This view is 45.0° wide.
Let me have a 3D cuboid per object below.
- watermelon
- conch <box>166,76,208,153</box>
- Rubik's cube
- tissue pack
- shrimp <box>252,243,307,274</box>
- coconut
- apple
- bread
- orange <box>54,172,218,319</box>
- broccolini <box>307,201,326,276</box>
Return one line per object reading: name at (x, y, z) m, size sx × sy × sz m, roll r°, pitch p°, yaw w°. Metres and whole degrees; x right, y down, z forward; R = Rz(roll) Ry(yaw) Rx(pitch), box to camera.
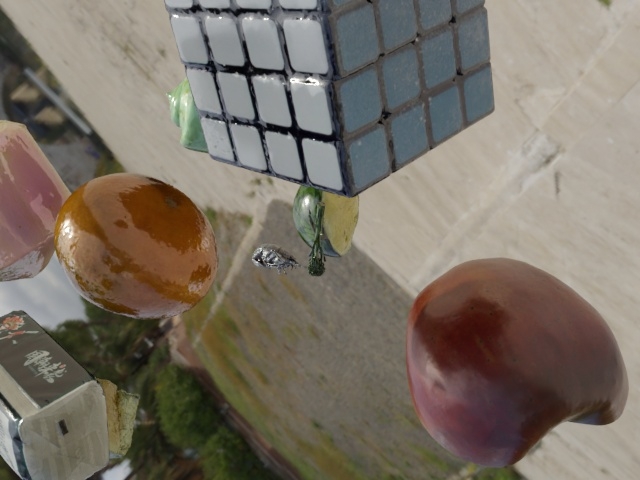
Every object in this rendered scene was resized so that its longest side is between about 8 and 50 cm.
watermelon at (0.004, -0.066, 1.713) m, size 0.127 × 0.232 × 0.204 m, roll 2°, pitch 135°, yaw 26°
conch at (-0.150, -0.211, 1.366) m, size 0.250 × 0.137 × 0.143 m, roll 11°, pitch 171°, yaw -25°
Rubik's cube at (0.018, -0.303, 1.135) m, size 0.343 × 0.344 × 0.337 m, roll 19°, pitch 132°, yaw 44°
tissue pack at (-0.270, 0.148, 0.723) m, size 0.170 × 0.090 × 0.103 m, roll 28°, pitch 128°, yaw 44°
shrimp at (-0.097, 0.047, 1.806) m, size 0.165 × 0.065 × 0.056 m, roll 22°, pitch -171°, yaw 42°
coconut at (-0.520, -0.047, 1.232) m, size 0.233 × 0.233 × 0.245 m, roll 33°, pitch 149°, yaw 56°
apple at (0.310, 0.188, 1.287) m, size 0.328 × 0.295 × 0.365 m, roll 22°, pitch -156°, yaw -29°
bread at (-0.409, 0.288, 1.211) m, size 0.186 × 0.124 × 0.257 m, roll 23°, pitch 151°, yaw -39°
orange at (-0.262, 0.011, 1.100) m, size 0.240 × 0.171 × 0.240 m, roll 35°, pitch -155°, yaw -19°
broccolini at (0.000, 0.000, 1.387) m, size 0.035 × 0.140 × 0.030 m, roll 9°, pitch -162°, yaw 1°
